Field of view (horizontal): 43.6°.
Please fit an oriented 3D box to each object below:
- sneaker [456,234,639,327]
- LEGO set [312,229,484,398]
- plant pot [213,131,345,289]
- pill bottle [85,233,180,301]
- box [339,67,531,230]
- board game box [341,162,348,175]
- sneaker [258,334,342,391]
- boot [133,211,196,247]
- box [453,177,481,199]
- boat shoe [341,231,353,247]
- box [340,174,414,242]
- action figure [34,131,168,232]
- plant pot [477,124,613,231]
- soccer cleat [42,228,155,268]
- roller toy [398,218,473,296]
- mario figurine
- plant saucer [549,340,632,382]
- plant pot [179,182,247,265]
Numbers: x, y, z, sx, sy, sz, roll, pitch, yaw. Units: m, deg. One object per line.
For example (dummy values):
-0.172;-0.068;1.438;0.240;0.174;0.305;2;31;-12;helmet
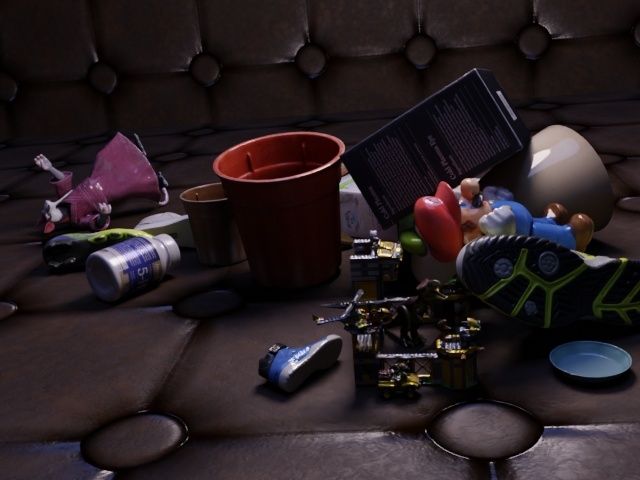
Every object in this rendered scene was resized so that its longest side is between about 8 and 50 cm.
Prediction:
0.384;0.078;1.338;0.384;0.145;0.147;13;-6;-22;sneaker
0.147;0.095;1.311;0.254;0.192;0.331;0;19;16;LEGO set
-0.067;-0.058;1.685;0.272;0.265;0.272;-7;27;4;plant pot
-0.401;0.052;1.733;0.112;0.112;0.186;10;24;39;pill bottle
0.248;-0.197;1.653;0.312;0.179;0.343;-32;0;20;box
-0.016;-0.200;2.512;0.124;0.039;0.259;3;23;28;board game box
-0.037;0.186;1.302;0.084;0.058;0.152;19;36;35;sneaker
-0.347;-0.037;2.008;0.258;0.095;0.123;-6;25;3;boot
0.383;-0.093;1.974;0.170;0.091;0.130;8;23;34;box
0.000;0.000;1.871;0.152;0.049;0.056;11;22;-11;boat shoe
0.162;-0.103;2.012;0.231;0.127;0.262;8;22;34;box
-0.644;-0.142;2.273;0.370;0.248;0.276;-35;-10;-11;action figure
0.439;-0.078;1.735;0.274;0.257;0.256;-26;23;-14;plant pot
-0.518;0.014;1.918;0.289;0.093;0.121;-4;11;3;soccer cleat
0.277;0.020;1.578;0.209;0.146;0.191;17;32;30;roller toy
0.315;-0.052;1.395;0.320;0.170;0.198;3;-21;-20;mario figurine
0.412;0.189;1.222;0.119;0.021;0.119;-5;19;2;plant saucer
-0.233;-0.037;1.866;0.166;0.165;0.167;-6;19;2;plant pot
